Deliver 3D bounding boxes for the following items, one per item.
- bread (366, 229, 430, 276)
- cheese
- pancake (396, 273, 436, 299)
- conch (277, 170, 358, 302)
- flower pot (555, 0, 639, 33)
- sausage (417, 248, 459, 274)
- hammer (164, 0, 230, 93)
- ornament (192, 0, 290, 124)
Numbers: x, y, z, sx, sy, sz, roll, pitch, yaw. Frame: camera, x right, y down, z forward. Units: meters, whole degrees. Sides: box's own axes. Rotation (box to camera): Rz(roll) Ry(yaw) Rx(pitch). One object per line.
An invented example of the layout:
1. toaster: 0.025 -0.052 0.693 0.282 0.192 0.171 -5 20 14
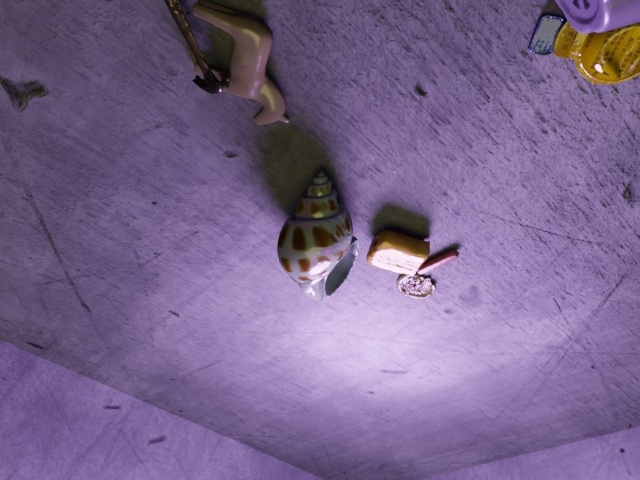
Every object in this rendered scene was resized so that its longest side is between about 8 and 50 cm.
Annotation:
1. bread: 0.228 0.032 1.263 0.173 0.085 0.134 18 136 -11
2. cheese: 0.549 -0.392 0.843 0.250 0.064 0.157 15 133 7
3. pancake: 0.312 0.152 1.408 0.129 0.023 0.116 23 132 -7
4. conch: 0.000 0.001 1.197 0.249 0.197 0.368 -10 140 -37
5. flower pot: 0.494 -0.448 0.633 0.243 0.265 0.265 -30 123 16
6. sausage: 0.359 0.066 1.315 0.147 0.030 0.035 -33 122 32
7. hammer: -0.281 -0.447 0.877 0.125 0.027 0.297 10 134 46
8. ornament: -0.167 -0.377 0.953 0.244 0.061 0.230 19 133 -5
